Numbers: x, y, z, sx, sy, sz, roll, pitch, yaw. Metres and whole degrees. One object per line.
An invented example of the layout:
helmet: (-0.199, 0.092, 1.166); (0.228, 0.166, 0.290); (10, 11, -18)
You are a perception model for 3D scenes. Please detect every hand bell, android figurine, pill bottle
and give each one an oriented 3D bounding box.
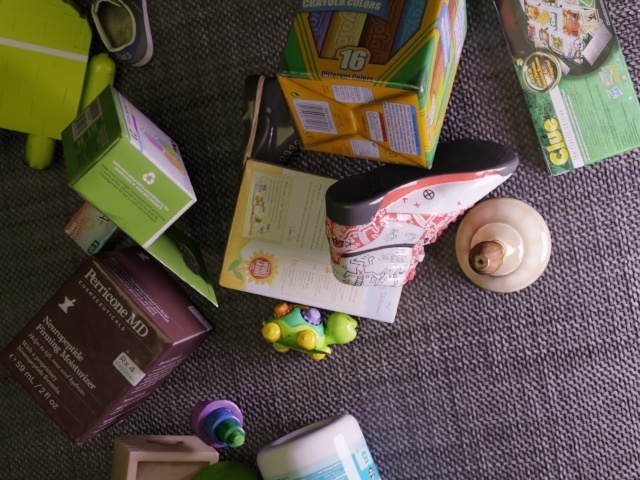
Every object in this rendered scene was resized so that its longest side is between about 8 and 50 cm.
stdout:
hand bell: (0.209, 0.013, 1.435); (0.126, 0.242, 0.126); (1, 94, 15)
android figurine: (-0.408, -0.238, 1.620); (0.248, 0.056, 0.273); (9, 108, -11)
pill bottle: (0.027, 0.375, 1.557); (0.146, 0.146, 0.264); (-22, 89, 15)

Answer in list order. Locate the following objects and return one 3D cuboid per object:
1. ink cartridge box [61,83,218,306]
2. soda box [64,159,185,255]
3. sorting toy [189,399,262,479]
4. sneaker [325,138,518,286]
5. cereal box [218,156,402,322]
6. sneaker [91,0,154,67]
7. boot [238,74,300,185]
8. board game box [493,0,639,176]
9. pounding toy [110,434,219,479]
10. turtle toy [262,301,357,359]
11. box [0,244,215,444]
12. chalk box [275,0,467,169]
ink cartridge box: (-0.204, -0.059, 1.516); (0.097, 0.189, 0.255); (-44, 119, 8)
soda box: (-0.274, -0.063, 1.649); (0.063, 0.058, 0.183); (43, 103, 7)
sorting toy: (-0.108, 0.394, 1.562); (0.127, 0.126, 0.366); (-9, 102, -22)
sneaker: (0.127, -0.031, 1.499); (0.270, 0.090, 0.145); (-19, 128, -23)
cereal box: (0.000, 0.000, 1.553); (0.240, 0.047, 0.173); (13, 98, -7)
sneaker: (-0.281, -0.335, 1.617); (0.064, 0.086, 0.192); (-14, 90, 15)
boot: (-0.035, -0.122, 1.579); (0.137, 0.077, 0.198); (2, 95, 9)
board game box: (0.317, -0.225, 1.502); (0.136, 0.030, 0.260); (-18, 89, 13)
pounding toy: (-0.201, 0.380, 1.639); (0.181, 0.094, 0.206); (5, 96, -24)
turtle toy: (-0.016, 0.119, 1.586); (0.130, 0.095, 0.066); (10, 75, 13)
box: (-0.289, 0.138, 1.610); (0.168, 0.167, 0.203); (46, 103, 7)
chalk box: (0.080, -0.263, 1.456); (0.179, 0.180, 0.289); (10, 65, 15)
